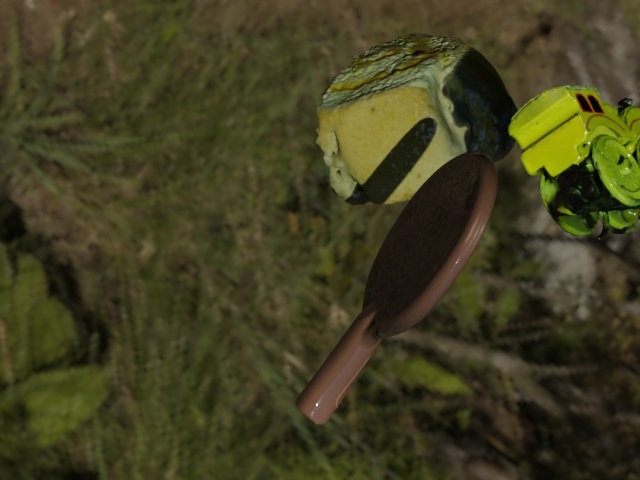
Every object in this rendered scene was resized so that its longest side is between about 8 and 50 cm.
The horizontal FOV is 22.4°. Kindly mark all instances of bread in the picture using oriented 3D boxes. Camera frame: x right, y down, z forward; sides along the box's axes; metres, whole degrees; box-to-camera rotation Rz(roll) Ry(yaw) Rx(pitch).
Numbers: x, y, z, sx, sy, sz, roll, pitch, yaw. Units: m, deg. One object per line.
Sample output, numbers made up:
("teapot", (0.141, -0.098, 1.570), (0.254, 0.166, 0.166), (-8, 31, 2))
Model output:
("bread", (0.079, -0.087, 1.066), (0.156, 0.110, 0.103), (-44, 117, -49))

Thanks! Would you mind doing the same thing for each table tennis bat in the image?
("table tennis bat", (0.000, 0.000, 0.844), (0.170, 0.119, 0.107), (-56, -164, 7))

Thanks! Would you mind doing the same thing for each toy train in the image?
("toy train", (0.197, -0.041, 0.913), (0.053, 0.085, 0.249), (-32, 160, 34))
